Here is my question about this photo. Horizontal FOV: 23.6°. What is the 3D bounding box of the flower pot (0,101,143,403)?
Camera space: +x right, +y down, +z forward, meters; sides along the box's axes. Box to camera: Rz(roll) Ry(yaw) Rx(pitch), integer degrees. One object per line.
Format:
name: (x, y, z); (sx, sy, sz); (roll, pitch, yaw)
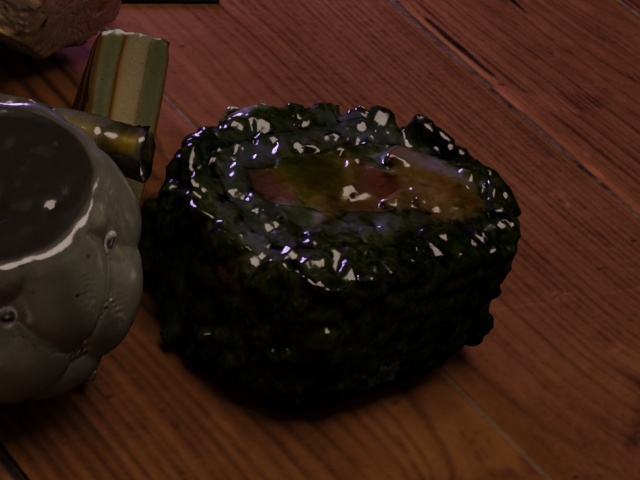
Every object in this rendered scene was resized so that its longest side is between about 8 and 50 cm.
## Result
flower pot: (-0.260, 0.016, 1.229); (0.246, 0.195, 0.246); (5, 51, -6)

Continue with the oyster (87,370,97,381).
oyster: (-0.224, 0.070, 1.342); (0.098, 0.037, 0.100); (19, 51, 7)

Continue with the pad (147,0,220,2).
pad: (-0.262, -0.345, 1.913); (0.245, 0.006, 0.170); (-7, 45, -40)

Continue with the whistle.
whistle: (-0.317, -0.112, 1.448); (0.326, 0.068, 0.057); (12, 55, 5)

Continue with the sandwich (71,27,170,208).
sandwich: (-0.197, -0.108, 1.497); (0.079, 0.163, 0.113); (10, 38, -23)

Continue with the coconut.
coconut: (-0.339, -0.327, 1.659); (0.245, 0.233, 0.233); (39, 36, 17)

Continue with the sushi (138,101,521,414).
sushi: (0.000, 0.000, 1.471); (0.352, 0.178, 0.294); (-14, 48, -40)
